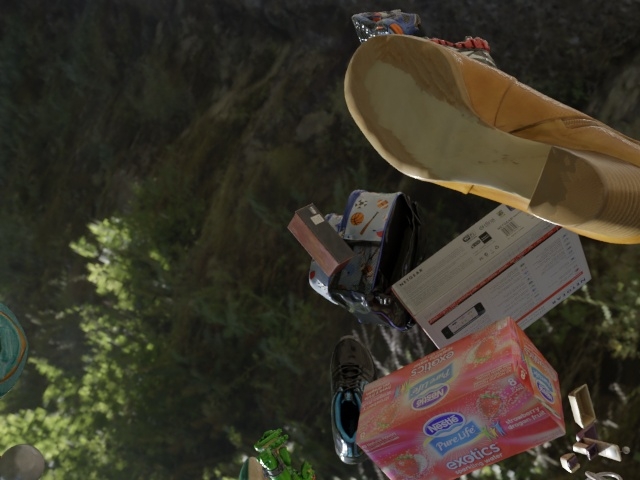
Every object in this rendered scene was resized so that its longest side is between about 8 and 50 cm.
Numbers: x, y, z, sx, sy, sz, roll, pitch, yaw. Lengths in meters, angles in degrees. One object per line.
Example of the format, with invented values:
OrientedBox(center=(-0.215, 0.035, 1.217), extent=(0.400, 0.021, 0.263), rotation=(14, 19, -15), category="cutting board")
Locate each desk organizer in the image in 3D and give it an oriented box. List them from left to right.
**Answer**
OrientedBox(center=(0.000, 0.000, 1.436), extent=(0.047, 0.050, 0.130), rotation=(-28, -109, -39), category="desk organizer")

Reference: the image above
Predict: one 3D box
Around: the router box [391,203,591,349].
OrientedBox(center=(0.335, 0.080, 1.462), extent=(0.082, 0.335, 0.301), rotation=(55, -178, 39), category="router box")

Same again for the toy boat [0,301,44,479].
OrientedBox(center=(-0.521, 0.231, 1.200), extent=(0.148, 0.318, 0.267), rotation=(-10, 176, 8), category="toy boat")

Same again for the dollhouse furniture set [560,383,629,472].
OrientedBox(center=(0.415, 0.289, 1.177), extent=(0.091, 0.114, 0.081), rotation=(-25, -167, -30), category="dollhouse furniture set")

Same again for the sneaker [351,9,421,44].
OrientedBox(center=(0.140, -0.452, 1.645), extent=(0.221, 0.087, 0.083), rotation=(39, 156, 56), category="sneaker")

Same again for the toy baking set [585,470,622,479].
OrientedBox(center=(0.409, 0.356, 1.067), extent=(0.256, 0.030, 0.197), rotation=(2, -179, -27), category="toy baking set")

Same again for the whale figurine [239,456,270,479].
OrientedBox(center=(-0.177, 0.598, 1.628), extent=(0.272, 0.141, 0.216), rotation=(-82, -25, -49), category="whale figurine")

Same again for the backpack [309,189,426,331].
OrientedBox(center=(0.111, 0.030, 1.581), extent=(0.213, 0.263, 0.276), rotation=(14, 167, 23), category="backpack")

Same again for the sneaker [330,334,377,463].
OrientedBox(center=(0.087, 0.387, 1.974), extent=(0.125, 0.340, 0.139), rotation=(-6, 146, 4), category="sneaker")

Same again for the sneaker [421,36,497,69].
OrientedBox(center=(0.273, -0.363, 1.651), extent=(0.276, 0.097, 0.135), rotation=(-11, -118, -31), category="sneaker")

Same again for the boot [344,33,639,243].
OrientedBox(center=(0.176, -0.081, 0.665), extent=(0.211, 0.104, 0.295), rotation=(2, -151, -46), category="boot")

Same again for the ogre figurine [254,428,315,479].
OrientedBox(center=(-0.072, 0.416, 1.412), extent=(0.118, 0.097, 0.197), rotation=(63, 157, 1), category="ogre figurine")

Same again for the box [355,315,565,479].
OrientedBox(center=(0.222, 0.272, 1.253), extent=(0.154, 0.300, 0.142), rotation=(49, -152, -19), category="box")
